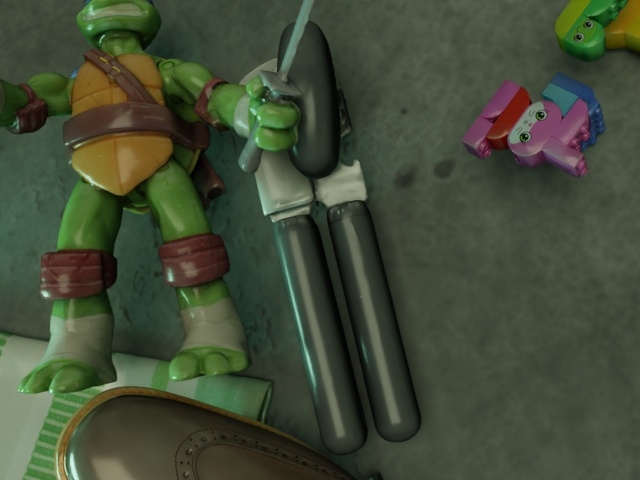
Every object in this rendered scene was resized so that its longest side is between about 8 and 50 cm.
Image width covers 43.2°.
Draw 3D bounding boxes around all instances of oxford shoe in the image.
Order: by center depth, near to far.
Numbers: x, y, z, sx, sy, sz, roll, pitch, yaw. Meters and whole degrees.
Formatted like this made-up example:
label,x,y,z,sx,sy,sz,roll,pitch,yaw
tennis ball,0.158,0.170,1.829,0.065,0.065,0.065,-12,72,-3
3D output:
label,x,y,z,sx,sy,sz,roll,pitch,yaw
oxford shoe,0.011,0.188,0.447,0.364,0.132,0.130,31,65,3

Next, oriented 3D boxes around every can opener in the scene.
label,x,y,z,sx,sy,sz,roll,pitch,yaw
can opener,0.000,0.000,0.535,0.074,0.093,0.280,-14,84,8

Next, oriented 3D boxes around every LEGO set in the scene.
label,x,y,z,sx,sy,sz,roll,pitch,yaw
LEGO set,0.202,-0.116,0.506,0.093,0.087,0.227,36,90,29

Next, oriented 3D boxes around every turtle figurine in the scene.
label,x,y,z,sx,sy,sz,roll,pitch,yaw
turtle figurine,-0.119,-0.049,0.467,0.198,0.275,0.266,-3,85,-33

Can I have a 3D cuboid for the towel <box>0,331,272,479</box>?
label,x,y,z,sx,sy,sz,roll,pitch,yaw
towel,-0.218,0.182,0.542,0.325,0.038,0.247,9,66,12
